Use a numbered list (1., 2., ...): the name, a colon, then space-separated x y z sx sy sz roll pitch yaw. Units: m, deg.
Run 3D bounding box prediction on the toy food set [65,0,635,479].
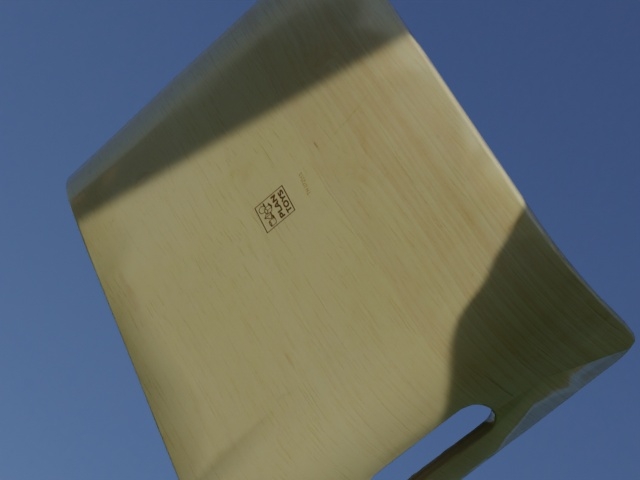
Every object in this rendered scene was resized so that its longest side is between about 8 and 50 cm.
1. toy food set: 0.000 0.000 0.755 0.219 0.306 0.092 -40 -38 15
